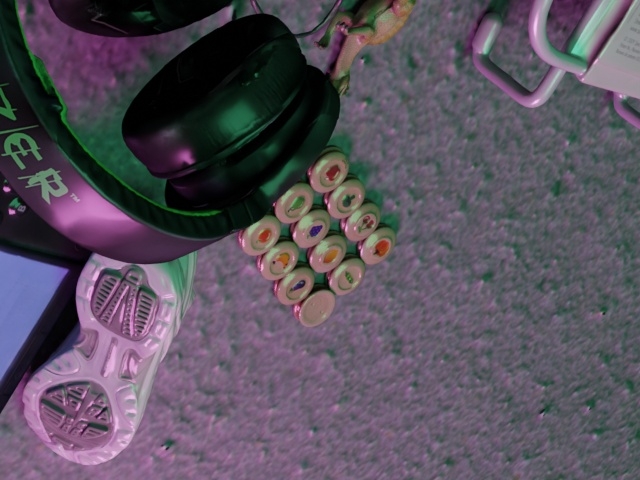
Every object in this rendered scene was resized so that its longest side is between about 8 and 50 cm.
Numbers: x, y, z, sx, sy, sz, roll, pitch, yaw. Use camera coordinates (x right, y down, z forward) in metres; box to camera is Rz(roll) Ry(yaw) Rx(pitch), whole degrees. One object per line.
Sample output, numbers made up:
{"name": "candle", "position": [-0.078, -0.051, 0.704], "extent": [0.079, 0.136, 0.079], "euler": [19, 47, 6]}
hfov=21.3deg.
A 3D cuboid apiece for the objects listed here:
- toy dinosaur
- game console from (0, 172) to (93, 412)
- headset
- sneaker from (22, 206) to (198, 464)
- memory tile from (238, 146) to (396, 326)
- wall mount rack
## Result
{"name": "toy dinosaur", "position": [0.053, -0.180, 1.265], "extent": [0.183, 0.053, 0.092], "euler": [-43, 155, 5]}
{"name": "game console", "position": [-0.248, 0.097, 1.105], "extent": [0.250, 0.173, 0.293], "euler": [19, 108, -50]}
{"name": "headset", "position": [-0.061, -0.141, 1.044], "extent": [0.185, 0.243, 0.394], "euler": [-22, -172, 31]}
{"name": "sneaker", "position": [-0.141, 0.071, 1.254], "extent": [0.232, 0.090, 0.115], "euler": [-57, 178, 36]}
{"name": "memory tile", "position": [0.000, 0.000, 1.375], "extent": [0.113, 0.012, 0.148], "euler": [-42, 140, -6]}
{"name": "wall mount rack", "position": [0.280, -0.232, 1.358], "extent": [0.350, 0.130, 0.304], "euler": [10, 117, -45]}
